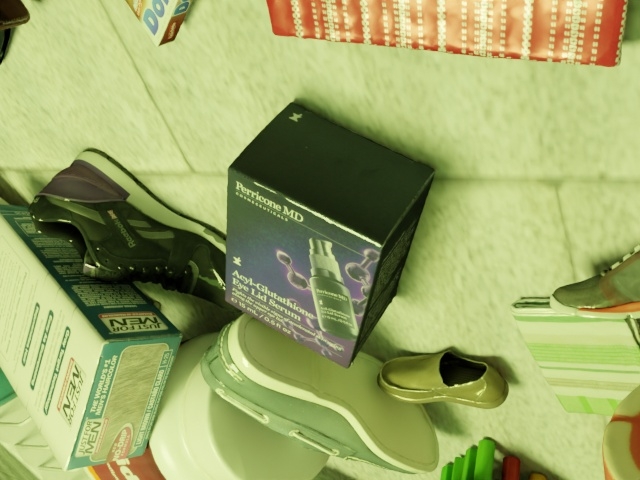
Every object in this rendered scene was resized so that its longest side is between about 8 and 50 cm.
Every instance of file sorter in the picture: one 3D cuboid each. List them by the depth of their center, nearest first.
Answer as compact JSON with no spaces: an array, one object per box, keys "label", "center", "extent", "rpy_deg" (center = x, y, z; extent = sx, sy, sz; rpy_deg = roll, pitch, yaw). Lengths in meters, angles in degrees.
[{"label":"file sorter","center":[-0.445,0.362,1.387],"extent":[0.173,0.193,0.277],"rpy_deg":[-14,121,44]}]

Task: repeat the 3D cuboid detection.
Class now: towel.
[{"label":"towel","center":[0.062,-0.215,0.474],"extent":[0.275,0.031,0.198],"rpy_deg":[14,138,27]},{"label":"towel","center":[0.255,0.111,0.684],"extent":[0.113,0.023,0.152],"rpy_deg":[-4,130,44]}]

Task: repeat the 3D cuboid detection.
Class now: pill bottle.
[{"label":"pill bottle","center":[-0.165,0.246,0.999],"extent":[0.224,0.224,0.392],"rpy_deg":[48,142,-15]}]

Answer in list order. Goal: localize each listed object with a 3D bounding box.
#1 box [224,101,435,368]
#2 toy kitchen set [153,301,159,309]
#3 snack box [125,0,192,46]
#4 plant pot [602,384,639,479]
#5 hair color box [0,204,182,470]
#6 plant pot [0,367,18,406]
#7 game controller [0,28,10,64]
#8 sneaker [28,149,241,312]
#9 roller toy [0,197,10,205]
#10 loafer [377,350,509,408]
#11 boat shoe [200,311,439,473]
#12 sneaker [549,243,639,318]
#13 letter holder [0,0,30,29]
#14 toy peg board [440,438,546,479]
[{"label":"box","center":[0.000,0.000,0.695],"extent":[0.153,0.108,0.207],"rpy_deg":[27,143,15]},{"label":"toy kitchen set","center":[-0.352,0.147,1.131],"extent":[0.166,0.122,0.207],"rpy_deg":[32,144,6]},{"label":"snack box","center":[-0.119,-0.233,0.588],"extent":[0.064,0.022,0.178],"rpy_deg":[55,147,3]},{"label":"plant pot","center":[0.348,0.237,0.558],"extent":[0.275,0.275,0.243],"rpy_deg":[-7,115,44]},{"label":"hair color box","center":[-0.323,0.104,0.920],"extent":[0.347,0.105,0.173],"rpy_deg":[36,113,40]},{"label":"plant pot","center":[-0.641,0.159,1.286],"extent":[0.272,0.272,0.255],"rpy_deg":[-8,110,44]},{"label":"game controller","center":[-0.462,-0.318,0.778],"extent":[0.319,0.067,0.166],"rpy_deg":[47,158,-12]},{"label":"sneaker","center":[-0.217,0.021,0.881],"extent":[0.283,0.124,0.107],"rpy_deg":[34,144,4]},{"label":"roller toy","center":[-0.528,-0.002,1.092],"extent":[0.191,0.146,0.209],"rpy_deg":[5,144,39]},{"label":"loafer","center":[0.128,0.145,0.796],"extent":[0.148,0.056,0.050],"rpy_deg":[-2,129,27]},{"label":"boat shoe","center":[0.006,0.186,0.838],"extent":[0.319,0.116,0.099],"rpy_deg":[34,129,-26]},{"label":"sneaker","center":[0.254,0.025,0.567],"extent":[0.158,0.061,0.064],"rpy_deg":[-11,84,36]},{"label":"letter holder","center":[-0.358,-0.334,0.614],"extent":[0.152,0.214,0.302],"rpy_deg":[-39,103,20]},{"label":"toy peg board","center":[0.225,0.318,0.902],"extent":[0.161,0.079,0.161],"rpy_deg":[21,144,-4]}]
